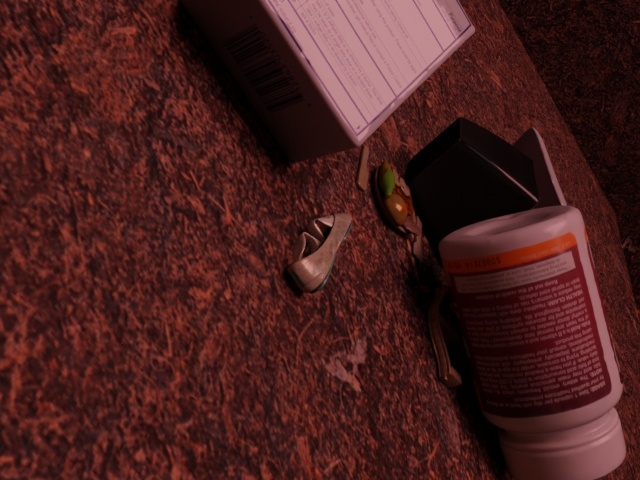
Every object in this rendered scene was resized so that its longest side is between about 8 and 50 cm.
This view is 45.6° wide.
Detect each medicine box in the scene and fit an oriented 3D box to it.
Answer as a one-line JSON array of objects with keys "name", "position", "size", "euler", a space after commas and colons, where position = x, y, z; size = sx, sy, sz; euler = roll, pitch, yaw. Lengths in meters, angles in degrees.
[{"name": "medicine box", "position": [0.019, -0.296, 0.991], "size": [0.289, 0.149, 0.263], "euler": [-46, 112, -29]}]

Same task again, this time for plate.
[{"name": "plate", "position": [0.402, -0.036, 1.486], "size": [0.045, 0.277, 0.278], "euler": [-6, 68, -21]}]

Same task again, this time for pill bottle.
[{"name": "pill bottle", "position": [0.337, 0.160, 1.191], "size": [0.224, 0.224, 0.392], "euler": [-25, 101, -63]}]

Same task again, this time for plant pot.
[{"name": "plant pot", "position": [0.259, -0.107, 1.358], "size": [0.167, 0.188, 0.187], "euler": [44, 28, -13]}]

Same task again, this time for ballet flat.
[{"name": "ballet flat", "position": [0.000, 0.000, 0.948], "size": [0.052, 0.057, 0.168], "euler": [46, 31, -15]}]

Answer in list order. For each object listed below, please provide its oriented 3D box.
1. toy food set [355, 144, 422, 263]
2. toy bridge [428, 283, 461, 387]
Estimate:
[{"name": "toy food set", "position": [0.131, -0.068, 1.249], "size": [0.192, 0.038, 0.132], "euler": [49, 31, -29]}, {"name": "toy bridge", "position": [0.195, 0.142, 1.203], "size": [0.063, 0.026, 0.188], "euler": [46, 33, -32]}]
